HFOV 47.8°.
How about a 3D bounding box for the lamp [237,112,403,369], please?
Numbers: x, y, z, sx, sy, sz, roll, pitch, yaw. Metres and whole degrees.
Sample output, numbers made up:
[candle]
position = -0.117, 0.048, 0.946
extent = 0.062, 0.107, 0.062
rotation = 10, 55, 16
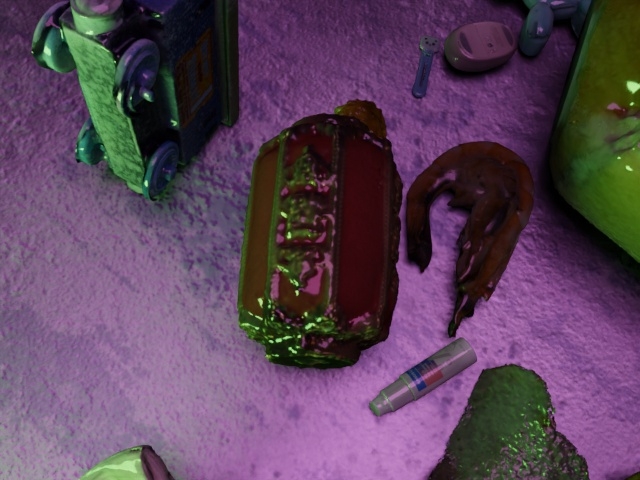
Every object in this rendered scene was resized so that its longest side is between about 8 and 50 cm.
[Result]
[lamp]
position = 0.000, 0.000, 0.784
extent = 0.176, 0.177, 0.274
rotation = 6, 71, 0

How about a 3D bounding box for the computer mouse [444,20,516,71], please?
[computer mouse]
position = 0.208, -0.252, 0.951
extent = 0.096, 0.039, 0.066
rotation = -13, 72, -15

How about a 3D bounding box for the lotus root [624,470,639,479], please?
[lotus root]
position = 0.325, 0.319, 0.733
extent = 0.191, 0.094, 0.108
rotation = -47, 55, -7

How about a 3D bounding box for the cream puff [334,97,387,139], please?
[cream puff]
position = 0.053, -0.140, 0.891
extent = 0.083, 0.058, 0.083
rotation = 23, 50, -3

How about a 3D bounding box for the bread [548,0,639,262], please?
[bread]
position = 0.389, -0.133, 0.806
extent = 0.263, 0.239, 0.396
rotation = 20, 74, 0

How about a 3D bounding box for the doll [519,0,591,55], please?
[doll]
position = 0.302, -0.327, 0.970
extent = 0.159, 0.059, 0.159
rotation = -3, 73, -2

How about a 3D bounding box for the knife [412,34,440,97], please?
[knife]
position = 0.138, -0.231, 0.955
extent = 0.027, 0.010, 0.096
rotation = 13, 71, 3

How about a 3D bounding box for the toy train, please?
[toy train]
position = -0.184, -0.185, 0.781
extent = 0.131, 0.300, 0.202
rotation = 29, 64, 8

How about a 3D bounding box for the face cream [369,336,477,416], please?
[face cream]
position = 0.113, 0.155, 0.807
extent = 0.130, 0.034, 0.034
rotation = -30, 75, -11

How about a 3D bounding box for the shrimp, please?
[shrimp]
position = 0.163, -0.019, 0.858
extent = 0.145, 0.059, 0.254
rotation = 28, 72, 10

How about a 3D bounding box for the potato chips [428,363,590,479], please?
[potato chips]
position = 0.196, 0.249, 0.767
extent = 0.167, 0.059, 0.228
rotation = -17, 72, 2

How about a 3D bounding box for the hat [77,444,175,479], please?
[hat]
position = -0.150, 0.334, 0.717
extent = 0.226, 0.164, 0.220
rotation = 31, 62, -33
